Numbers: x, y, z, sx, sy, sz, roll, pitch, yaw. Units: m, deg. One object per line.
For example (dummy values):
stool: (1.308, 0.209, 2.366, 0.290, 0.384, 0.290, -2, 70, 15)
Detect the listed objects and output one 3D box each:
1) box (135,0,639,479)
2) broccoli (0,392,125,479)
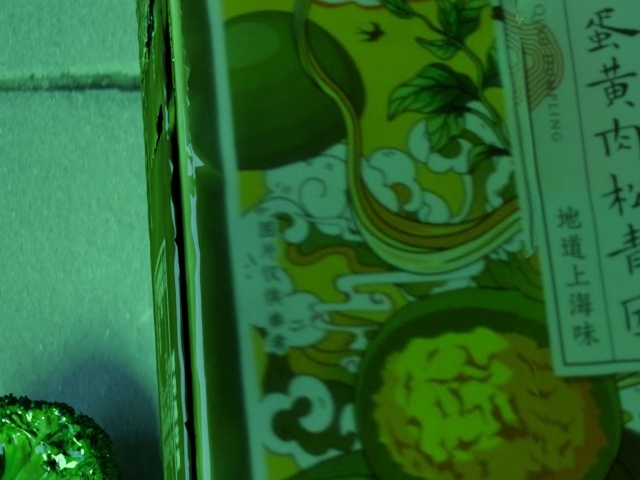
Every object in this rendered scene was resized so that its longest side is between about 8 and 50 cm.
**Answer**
box: (0.110, -0.031, 0.688, 0.138, 0.373, 0.420, 121, 145, -73)
broccoli: (-0.263, 0.262, 1.200, 0.297, 0.297, 0.298, -2, 85, 21)
